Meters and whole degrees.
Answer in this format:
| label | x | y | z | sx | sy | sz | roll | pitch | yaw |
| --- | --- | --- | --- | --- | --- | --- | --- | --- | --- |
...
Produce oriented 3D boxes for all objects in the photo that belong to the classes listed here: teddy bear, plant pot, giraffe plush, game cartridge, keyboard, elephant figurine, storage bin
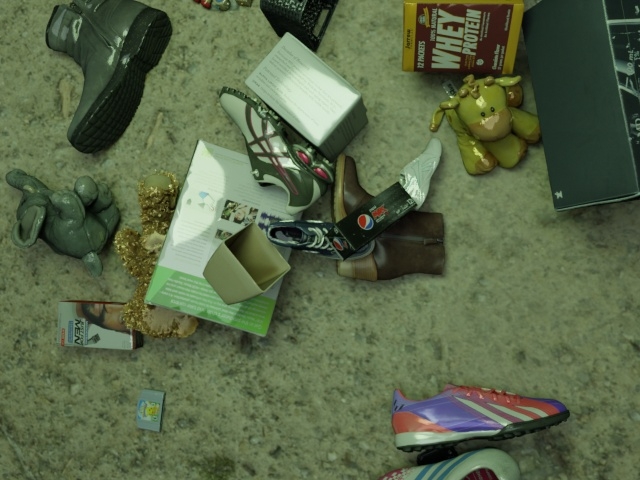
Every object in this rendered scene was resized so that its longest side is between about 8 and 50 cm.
| label | x | y | z | sx | sy | sz | roll | pitch | yaw |
| --- | --- | --- | --- | --- | --- | --- | --- | --- | --- |
| teddy bear | -0.289 | 0.023 | 1.216 | 0.245 | 0.113 | 0.337 | -11 | 87 | -9 |
| plant pot | -0.138 | 0.050 | 1.068 | 0.096 | 0.109 | 0.109 | -38 | 92 | 31 |
| giraffe plush | 0.294 | -0.228 | 1.087 | 0.210 | 0.170 | 0.181 | 42 | 96 | 7 |
| game cartridge | -0.350 | 0.349 | 1.259 | 0.056 | 0.017 | 0.083 | 6 | 90 | 13 |
| keyboard | 0.270 | 0.467 | 1.156 | 0.108 | 0.023 | 0.180 | -31 | 85 | 14 |
| elephant figurine | -0.544 | -0.042 | 1.244 | 0.240 | 0.186 | 0.169 | -4 | 132 | 19 |
| storage bin | -0.036 | -0.446 | 1.138 | 0.084 | 0.180 | 0.122 | 24 | 93 | 9 |

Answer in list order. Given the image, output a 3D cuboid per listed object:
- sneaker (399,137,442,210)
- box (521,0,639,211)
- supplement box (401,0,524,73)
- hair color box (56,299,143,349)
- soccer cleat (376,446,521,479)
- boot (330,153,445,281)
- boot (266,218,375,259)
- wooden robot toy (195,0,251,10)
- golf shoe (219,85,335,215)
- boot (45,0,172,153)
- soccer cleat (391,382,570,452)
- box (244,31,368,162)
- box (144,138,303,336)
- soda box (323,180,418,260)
| label | x | y | z | sx | sy | sz | roll | pitch | yaw |
| --- | --- | --- | --- | --- | --- | --- | --- | --- | --- |
| sneaker | 0.183 | -0.133 | 1.144 | 0.061 | 0.053 | 0.152 | 22 | 71 | 3 |
| box | 0.529 | -0.239 | 0.986 | 0.313 | 0.179 | 0.343 | -9 | 88 | -19 |
| supplement box | 0.244 | -0.401 | 1.072 | 0.192 | 0.129 | 0.194 | 4 | 49 | 9 |
| hair color box | -0.452 | 0.172 | 1.259 | 0.167 | 0.053 | 0.093 | 1 | 88 | 8 |
| soccer cleat | 0.195 | 0.462 | 1.090 | 0.331 | 0.143 | 0.116 | -28 | 85 | 14 |
| boot | 0.127 | -0.047 | 1.171 | 0.207 | 0.090 | 0.248 | -3 | 85 | -5 |
| boot | 0.000 | 0.000 | 1.089 | 0.190 | 0.086 | 0.069 | 5 | 94 | 8 |
| wooden robot toy | -0.225 | -0.512 | 1.220 | 0.173 | 0.079 | 0.076 | 29 | 93 | 9 |
| golf shoe | -0.100 | -0.168 | 1.110 | 0.273 | 0.105 | 0.120 | 43 | 94 | 8 |
| boot | -0.471 | -0.359 | 1.252 | 0.223 | 0.118 | 0.338 | 27 | 82 | 11 |
| soccer cleat | 0.287 | 0.309 | 1.120 | 0.319 | 0.108 | 0.116 | -10 | 67 | 5 |
| box | -0.018 | -0.256 | 1.131 | 0.182 | 0.181 | 0.119 | 42 | 94 | 8 |
| box | -0.169 | -0.004 | 1.158 | 0.232 | 0.058 | 0.321 | 18 | 80 | -8 |
| soda box | 0.089 | -0.035 | 1.071 | 0.169 | 0.053 | 0.060 | -34 | 82 | -31 |
